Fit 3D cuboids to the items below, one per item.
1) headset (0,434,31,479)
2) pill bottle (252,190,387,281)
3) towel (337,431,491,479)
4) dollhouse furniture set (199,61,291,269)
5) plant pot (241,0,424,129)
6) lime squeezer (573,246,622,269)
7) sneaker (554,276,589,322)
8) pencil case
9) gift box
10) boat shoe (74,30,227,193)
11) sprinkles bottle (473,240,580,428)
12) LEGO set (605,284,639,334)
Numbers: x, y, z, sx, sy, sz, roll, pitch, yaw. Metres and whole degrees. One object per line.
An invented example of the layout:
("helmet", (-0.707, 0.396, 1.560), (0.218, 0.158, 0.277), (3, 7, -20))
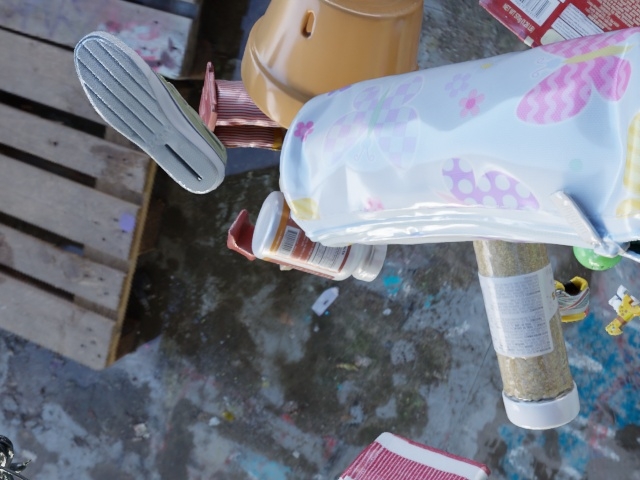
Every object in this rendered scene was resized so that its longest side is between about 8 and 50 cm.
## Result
("headset", (-0.313, 0.382, 0.801), (0.394, 0.243, 0.185), (47, 130, 36))
("pill bottle", (0.000, 0.000, 1.238), (0.216, 0.121, 0.121), (17, 109, -17))
("towel", (0.071, 0.421, 1.062), (0.237, 0.329, 0.037), (1, 123, 55))
("dollhouse furniture set", (-0.109, -0.138, 1.345), (0.201, 0.152, 0.374), (-2, 65, -18))
("plant pot", (0.035, -0.320, 1.103), (0.291, 0.291, 0.203), (33, 141, 10))
("lime squeezer", (0.321, -0.030, 0.854), (0.059, 0.310, 0.109), (-14, 109, 9))
("sneaker", (0.465, 0.124, 1.499), (0.225, 0.088, 0.092), (-10, 118, -19))
("pencil case", (0.099, -0.048, 0.440), (0.273, 0.113, 0.124), (3, 74, 46))
("gift box", (0.396, -0.358, 1.030), (0.255, 0.258, 0.276), (50, 125, 11))
("boat shoe", (-0.265, -0.203, 1.135), (0.109, 0.094, 0.302), (-30, 113, 20))
("sprinkles bottle", (0.334, 0.126, 1.169), (0.121, 0.121, 0.355), (-11, 102, 20))
("LEGO set", (0.739, 0.207, 1.675), (0.093, 0.087, 0.227), (-49, 44, 19))
